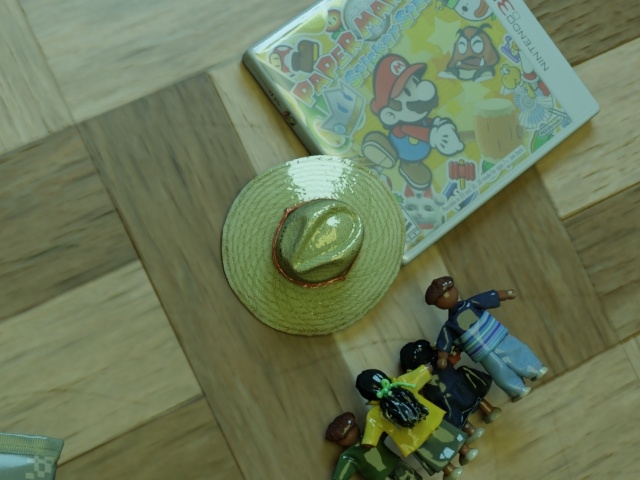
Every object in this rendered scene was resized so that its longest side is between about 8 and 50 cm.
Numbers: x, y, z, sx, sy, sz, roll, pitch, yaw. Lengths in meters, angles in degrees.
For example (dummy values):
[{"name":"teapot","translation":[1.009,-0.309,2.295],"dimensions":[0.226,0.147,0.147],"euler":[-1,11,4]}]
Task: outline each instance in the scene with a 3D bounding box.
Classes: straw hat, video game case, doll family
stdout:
[{"name":"straw hat","translation":[0.000,0.000,1.190],"dimensions":[0.145,0.061,0.144],"euler":[0,87,-9]},{"name":"video game case","translation":[0.084,-0.124,1.277],"dimensions":[0.227,0.026,0.206],"euler":[-37,93,-21]},{"name":"doll family","translation":[0.083,0.112,1.210],"dimensions":[0.111,0.076,0.193],"euler":[44,65,-2]}]

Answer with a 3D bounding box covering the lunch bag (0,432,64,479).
[{"name":"lunch bag","translation":[-0.324,0.228,0.995],"dimensions":[0.287,0.169,0.235],"euler":[9,77,-22]}]
